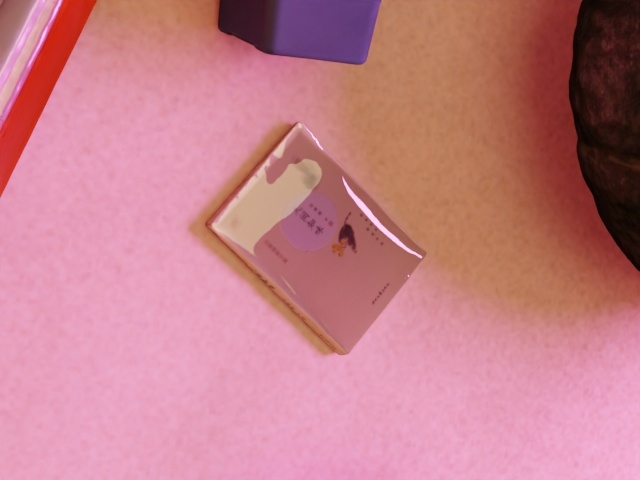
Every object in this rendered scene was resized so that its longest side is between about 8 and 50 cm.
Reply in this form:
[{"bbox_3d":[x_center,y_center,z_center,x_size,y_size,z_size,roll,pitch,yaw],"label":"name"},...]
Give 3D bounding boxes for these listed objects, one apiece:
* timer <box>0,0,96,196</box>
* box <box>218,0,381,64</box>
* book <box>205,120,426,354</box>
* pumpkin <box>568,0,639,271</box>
[{"bbox_3d":[-0.212,-0.143,0.475,0.250,0.161,0.257,26,83,-10],"label":"timer"},{"bbox_3d":[-0.012,-0.123,0.596,0.074,0.099,0.054,4,106,-25],"label":"box"},{"bbox_3d":[0.000,0.000,0.651,0.111,0.014,0.077,45,75,-20],"label":"book"},{"bbox_3d":[0.268,-0.090,0.667,0.300,0.207,0.300,-7,101,-37],"label":"pumpkin"}]
